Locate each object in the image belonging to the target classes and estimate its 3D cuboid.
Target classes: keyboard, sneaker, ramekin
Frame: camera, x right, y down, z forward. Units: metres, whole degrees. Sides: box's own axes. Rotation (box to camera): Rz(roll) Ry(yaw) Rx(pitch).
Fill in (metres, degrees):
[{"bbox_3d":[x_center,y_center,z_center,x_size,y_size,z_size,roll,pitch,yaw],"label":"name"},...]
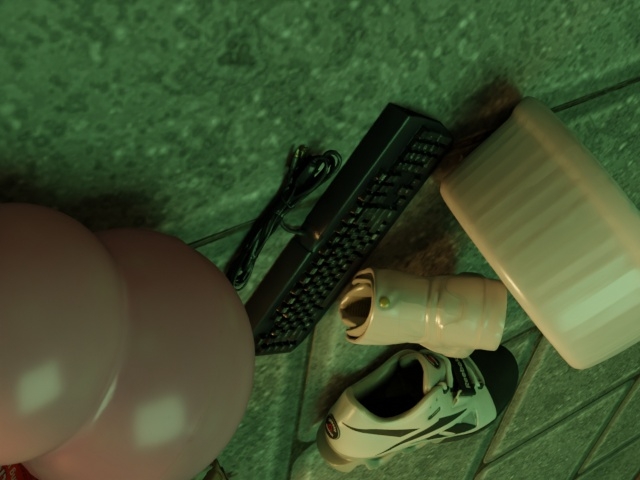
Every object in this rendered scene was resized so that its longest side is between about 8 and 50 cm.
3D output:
[{"bbox_3d":[0.000,0.000,0.875,0.201,0.033,0.317,9,123,-50],"label":"keyboard"},{"bbox_3d":[0.106,0.077,1.022,0.169,0.108,0.292,7,171,1],"label":"sneaker"},{"bbox_3d":[0.157,0.201,1.190,0.330,0.122,0.146,-19,144,-30],"label":"sneaker"},{"bbox_3d":[0.246,0.000,0.909,0.135,0.277,0.277,-37,148,10],"label":"ramekin"}]

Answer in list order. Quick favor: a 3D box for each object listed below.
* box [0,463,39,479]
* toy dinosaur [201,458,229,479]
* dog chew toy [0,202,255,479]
[{"bbox_3d":[-0.228,0.247,0.724,0.128,0.257,0.122,-47,139,10],"label":"box"},{"bbox_3d":[-0.178,0.388,1.086,0.200,0.127,0.296,-30,141,-3],"label":"toy dinosaur"},{"bbox_3d":[-0.200,0.069,0.608,0.207,0.207,0.331,-49,139,14],"label":"dog chew toy"}]
